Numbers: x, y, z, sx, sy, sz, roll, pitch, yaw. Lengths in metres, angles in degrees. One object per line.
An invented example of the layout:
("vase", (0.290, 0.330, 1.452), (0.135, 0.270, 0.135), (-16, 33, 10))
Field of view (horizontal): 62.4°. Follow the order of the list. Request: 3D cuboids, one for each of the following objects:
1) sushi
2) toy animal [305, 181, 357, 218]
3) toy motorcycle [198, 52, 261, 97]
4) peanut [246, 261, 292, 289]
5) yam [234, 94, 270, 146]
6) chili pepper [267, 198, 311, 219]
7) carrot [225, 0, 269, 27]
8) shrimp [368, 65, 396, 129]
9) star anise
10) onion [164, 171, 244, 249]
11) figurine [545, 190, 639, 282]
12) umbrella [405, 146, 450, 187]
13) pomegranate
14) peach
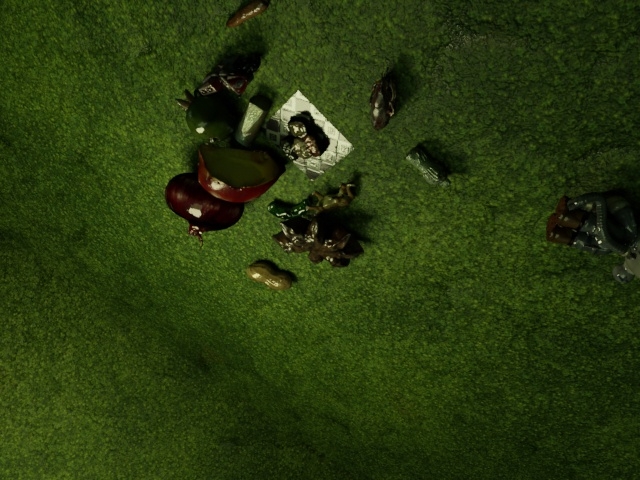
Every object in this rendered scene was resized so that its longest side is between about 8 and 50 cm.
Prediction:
("sushi", (-0.053, -0.287, 1.554), (0.231, 0.047, 0.220), (43, 140, -14))
("toy animal", (0.032, -0.127, 1.649), (0.241, 0.056, 0.099), (-22, 154, 38))
("toy motorcycle", (-0.255, -0.445, 1.464), (0.213, 0.122, 0.082), (-5, 142, 38))
("peanut", (-0.198, 0.139, 2.072), (0.193, 0.089, 0.089), (23, 140, 4))
("yam", (-0.203, -0.352, 1.567), (0.068, 0.068, 0.169), (35, 142, -4))
("chili pepper", (-0.098, -0.104, 1.775), (0.182, 0.050, 0.073), (-6, 118, 34))
("carrot", (-0.192, -0.579, 1.350), (0.165, 0.035, 0.035), (-7, 127, 41))
("shrimp", (0.158, -0.357, 1.329), (0.075, 0.073, 0.190), (12, 142, 16))
("star anise", (-0.013, 0.005, 1.754), (0.316, 0.108, 0.315), (6, 155, 3))
("onion", (-0.402, -0.105, 1.799), (0.273, 0.284, 0.273), (19, -177, -1))
("figurine", (0.739, -0.003, 1.240), (0.382, 0.186, 0.261), (18, 145, 10))
("umbrella", (0.293, -0.194, 1.418), (0.143, 0.067, 0.062), (43, 99, -2))
("pomegranate", (-0.349, -0.375, 1.580), (0.191, 0.131, 0.152), (35, -179, 18))
("peach", (-0.248, -0.197, 1.655), (0.268, 0.158, 0.154), (1, 163, -17))
